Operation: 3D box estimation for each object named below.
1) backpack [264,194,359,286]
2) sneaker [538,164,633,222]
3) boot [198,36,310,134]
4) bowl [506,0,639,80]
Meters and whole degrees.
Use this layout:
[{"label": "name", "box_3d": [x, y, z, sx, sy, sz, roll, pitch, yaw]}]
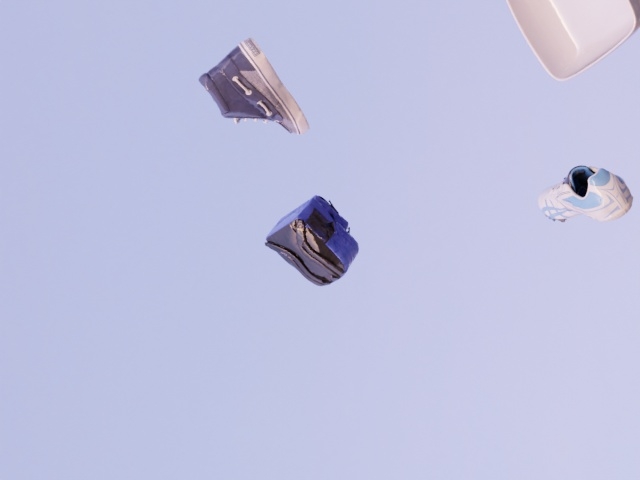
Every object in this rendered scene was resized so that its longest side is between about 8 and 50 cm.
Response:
[{"label": "backpack", "box_3d": [0.000, 0.000, 1.849, 0.120, 0.098, 0.101, 47, -129, -10]}, {"label": "sneaker", "box_3d": [0.393, -0.077, 1.865, 0.085, 0.237, 0.086, -34, -80, -12]}, {"label": "boot", "box_3d": [-0.084, -0.177, 1.555, 0.069, 0.086, 0.190, 57, -177, 36]}, {"label": "bowl", "box_3d": [0.280, -0.261, 1.334, 0.053, 0.142, 0.142, -25, -97, -39]}]
